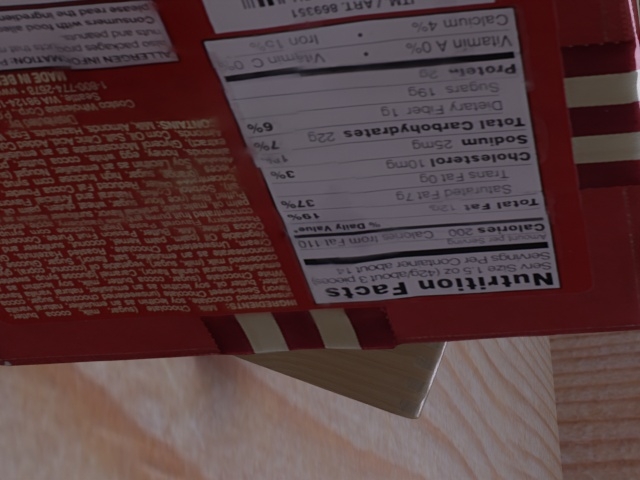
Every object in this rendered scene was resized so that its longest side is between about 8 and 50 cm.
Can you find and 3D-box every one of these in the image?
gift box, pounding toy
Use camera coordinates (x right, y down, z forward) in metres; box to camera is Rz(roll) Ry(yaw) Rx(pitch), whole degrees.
[{"bbox_3d":[-0.013,-0.141,0.436,0.276,0.255,0.258,76,15,-54],"label":"gift box"},{"bbox_3d":[0.000,0.000,0.715,0.130,0.141,0.100,-63,172,-68],"label":"pounding toy"}]
